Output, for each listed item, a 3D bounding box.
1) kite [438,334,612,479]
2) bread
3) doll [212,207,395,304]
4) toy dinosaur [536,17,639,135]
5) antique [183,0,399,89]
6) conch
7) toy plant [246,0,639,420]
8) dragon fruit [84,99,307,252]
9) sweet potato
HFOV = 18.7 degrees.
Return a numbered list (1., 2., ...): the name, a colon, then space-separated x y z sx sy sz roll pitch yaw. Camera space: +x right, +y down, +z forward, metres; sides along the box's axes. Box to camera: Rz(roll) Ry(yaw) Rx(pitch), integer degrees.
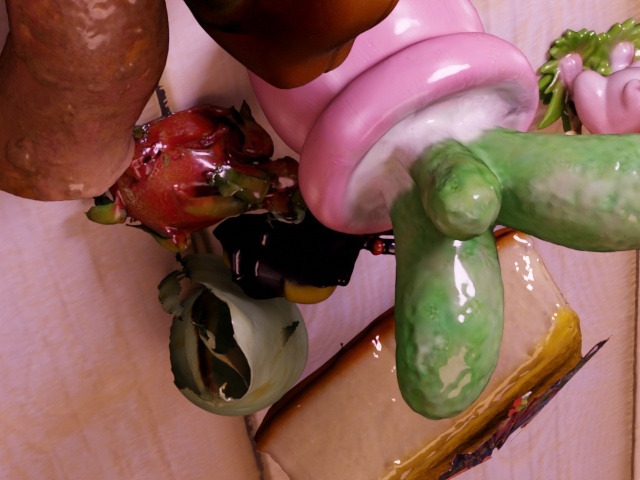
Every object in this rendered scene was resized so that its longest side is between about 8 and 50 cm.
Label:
1. kite: 0.191 0.170 1.894 0.241 0.014 0.183 -37 165 -13
2. bread: 0.108 0.144 1.918 0.323 0.143 0.333 -39 168 -1
3. doll: 0.001 0.003 1.727 0.127 0.088 0.249 -9 -172 35
4. toy dinosaur: 0.310 -0.120 1.830 0.152 0.177 0.194 -5 137 -35
5. antique: -0.032 -0.239 1.350 0.129 0.223 0.278 -26 145 -34
6. conch: -0.092 0.081 1.734 0.250 0.137 0.143 41 58 -75
7. toy plant: 0.111 -0.082 1.541 0.317 0.356 0.210 -39 148 9
8. dragon fruit: -0.097 -0.056 1.636 0.138 0.175 0.142 20 88 -61
9. sweet potato: -0.169 -0.174 1.413 0.131 0.131 0.336 -13 141 -29
